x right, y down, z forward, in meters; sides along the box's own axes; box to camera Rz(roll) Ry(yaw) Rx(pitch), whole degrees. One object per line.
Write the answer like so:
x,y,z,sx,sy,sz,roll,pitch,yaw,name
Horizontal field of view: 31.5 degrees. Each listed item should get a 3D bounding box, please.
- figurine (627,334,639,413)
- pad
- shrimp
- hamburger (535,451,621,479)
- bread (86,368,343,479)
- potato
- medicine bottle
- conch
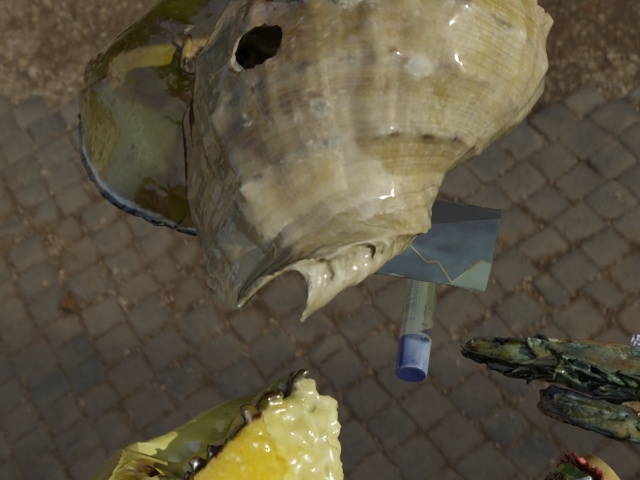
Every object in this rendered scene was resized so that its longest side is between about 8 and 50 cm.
0.566,0.240,1.835,0.175,0.240,0.115,15,59,34,figurine
0.100,-0.008,1.439,0.243,0.004,0.163,9,41,10,pad
0.389,0.210,1.573,0.445,0.085,0.272,12,21,29,shrimp
0.394,0.426,1.761,0.137,0.175,0.175,-28,49,-18,hamburger
-0.100,0.211,0.756,0.204,0.162,0.262,-26,4,41,bread
-0.089,-0.152,1.059,0.246,0.196,0.299,26,31,12,potato
0.174,0.140,2.027,0.059,0.059,0.230,-1,53,16,medicine bottle
0.006,-0.103,0.770,0.263,0.186,0.324,-9,31,40,conch
